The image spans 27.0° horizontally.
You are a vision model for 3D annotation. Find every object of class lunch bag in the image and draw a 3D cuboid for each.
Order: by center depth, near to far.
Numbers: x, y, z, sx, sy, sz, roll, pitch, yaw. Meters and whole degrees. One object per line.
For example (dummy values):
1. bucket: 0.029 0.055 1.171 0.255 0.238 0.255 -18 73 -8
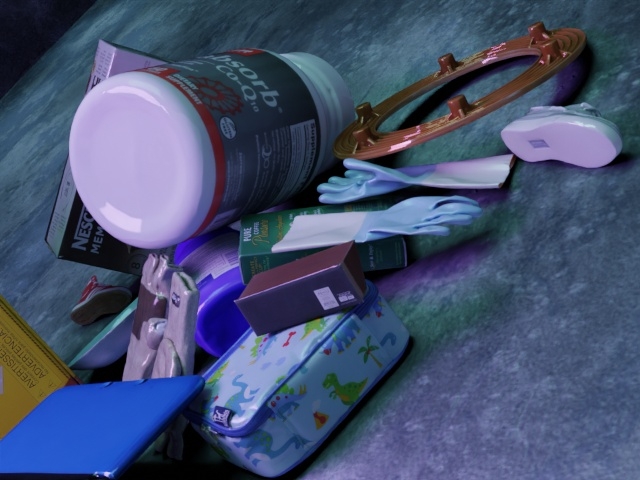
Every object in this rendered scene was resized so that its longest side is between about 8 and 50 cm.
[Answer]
1. lunch bag: -0.031 0.132 1.349 0.219 0.090 0.176 -45 21 -17

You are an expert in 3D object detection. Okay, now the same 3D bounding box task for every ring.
1. ring: 0.162 -0.189 1.622 0.336 0.032 0.336 -24 14 7

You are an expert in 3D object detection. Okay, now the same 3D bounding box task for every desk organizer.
1. desk organizer: -0.015 0.047 1.313 0.130 0.047 0.050 -20 23 31

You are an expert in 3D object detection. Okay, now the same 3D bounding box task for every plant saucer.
1. plant saucer: -0.246 0.111 1.718 0.195 0.037 0.195 -42 7 6

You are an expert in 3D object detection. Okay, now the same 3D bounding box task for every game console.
1. game console: -0.247 0.278 1.359 0.173 0.250 0.293 -5 -4 -42

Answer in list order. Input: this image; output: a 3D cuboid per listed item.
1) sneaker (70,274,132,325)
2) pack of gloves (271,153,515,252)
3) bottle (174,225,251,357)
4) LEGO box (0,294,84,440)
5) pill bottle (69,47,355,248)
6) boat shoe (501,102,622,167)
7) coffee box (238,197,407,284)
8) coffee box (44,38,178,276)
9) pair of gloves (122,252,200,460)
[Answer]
1. sneaker: -0.306 0.075 1.902 0.118 0.042 0.067 -23 31 36
2. pack of gloves: 0.079 -0.057 1.459 0.232 0.046 0.195 -5 24 25
3. bottle: -0.123 0.045 1.630 0.118 0.092 0.283 -35 23 -2
4. LEGO box: -0.572 0.148 1.581 0.372 0.500 0.193 -46 25 -18
5. pill bottle: -0.121 -0.129 1.664 0.210 0.210 0.363 -21 2 35
6. boat shoe: 0.266 -0.118 1.414 0.063 0.066 0.184 -46 15 -15
7. coffee box: 0.000 0.000 1.501 0.184 0.040 0.113 -7 26 0
8. coffee box: -0.258 -0.109 1.843 0.119 0.168 0.297 34 108 65
9. pair of gloves: -0.178 0.125 1.510 0.240 0.042 0.204 -155 75 -69
